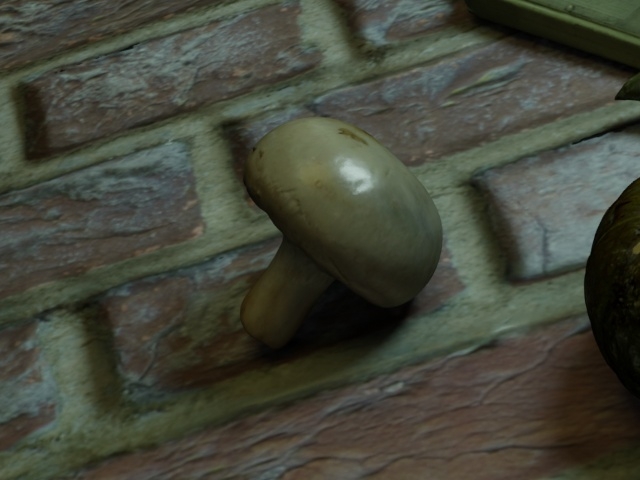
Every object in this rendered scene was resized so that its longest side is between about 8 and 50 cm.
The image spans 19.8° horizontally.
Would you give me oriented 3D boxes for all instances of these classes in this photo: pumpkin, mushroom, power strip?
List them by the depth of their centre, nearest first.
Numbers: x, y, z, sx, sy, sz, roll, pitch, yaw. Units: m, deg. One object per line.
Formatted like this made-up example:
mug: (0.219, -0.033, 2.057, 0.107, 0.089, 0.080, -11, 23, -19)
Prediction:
pumpkin: (0.338, 0.026, 1.495, 0.260, 0.189, 0.260, -13, 37, 10)
mushroom: (0.000, 0.000, 1.699, 0.215, 0.207, 0.207, -53, 35, 11)
power strip: (0.287, -0.252, 2.006, 0.092, 0.066, 0.387, -38, 42, -24)

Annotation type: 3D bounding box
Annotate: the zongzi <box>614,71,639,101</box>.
zongzi: (0.509, -0.216, 1.811, 0.360, 0.160, 0.323, -6, 21, 44)
